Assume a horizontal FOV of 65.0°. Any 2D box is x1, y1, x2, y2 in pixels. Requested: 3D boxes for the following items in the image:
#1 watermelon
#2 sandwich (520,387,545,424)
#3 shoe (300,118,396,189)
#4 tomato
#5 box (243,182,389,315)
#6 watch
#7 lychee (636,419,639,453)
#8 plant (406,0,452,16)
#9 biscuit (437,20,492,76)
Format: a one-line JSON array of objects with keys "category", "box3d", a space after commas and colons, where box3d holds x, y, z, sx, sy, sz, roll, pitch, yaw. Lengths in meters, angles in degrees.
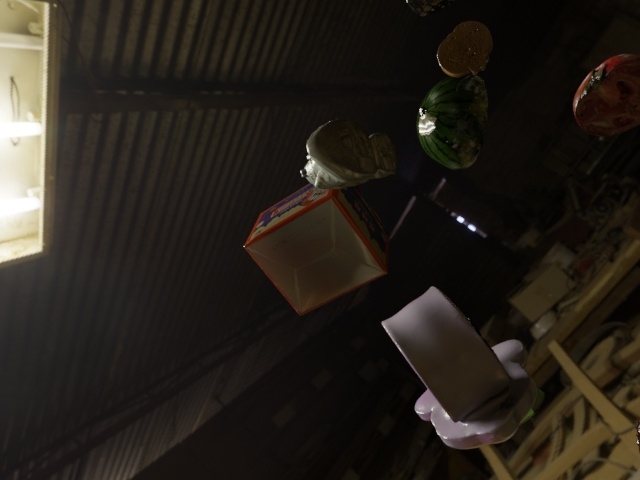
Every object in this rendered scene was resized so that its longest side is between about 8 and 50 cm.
[{"category": "watermelon", "box3d": [0.426, -0.401, 1.725, 0.331, 0.189, 0.332, -177, 90, -88]}, {"category": "sandwich", "box3d": [0.583, 0.472, 1.456, 0.074, 0.074, 0.117, -42, -23, -33]}, {"category": "shoe", "box3d": [0.034, -0.184, 1.203, 0.210, 0.132, 0.341, -17, -5, 31]}, {"category": "tomato", "box3d": [0.552, -0.281, 0.944, 0.159, 0.138, 0.091, -55, 16, 42]}, {"category": "box", "box3d": [0.000, 0.000, 1.647, 0.348, 0.319, 0.257, -30, 20, 22]}, {"category": "watch", "box3d": [0.206, 0.176, 0.783, 0.210, 0.218, 0.248, -35, 3, 3]}, {"category": "lychee", "box3d": [0.650, 0.344, 0.861, 0.194, 0.194, 0.194, -48, -16, -19]}, {"category": "plant", "box3d": [0.338, -0.698, 1.195, 0.320, 0.194, 0.181, -24, 12, 43]}, {"category": "biscuit", "box3d": [0.442, -0.565, 1.512, 0.170, 0.170, 0.050, -56, -28, 12]}]
